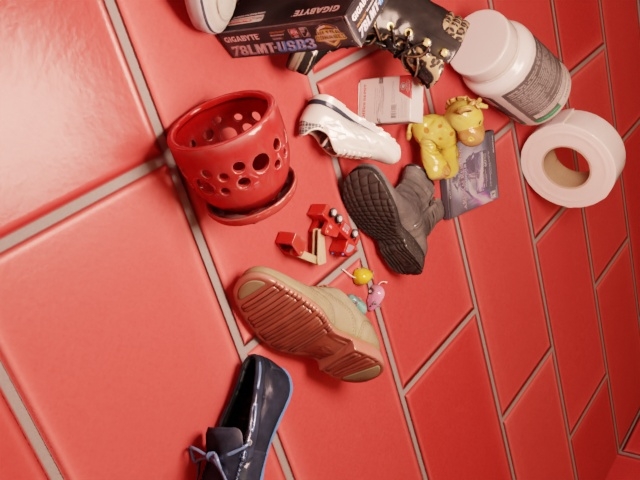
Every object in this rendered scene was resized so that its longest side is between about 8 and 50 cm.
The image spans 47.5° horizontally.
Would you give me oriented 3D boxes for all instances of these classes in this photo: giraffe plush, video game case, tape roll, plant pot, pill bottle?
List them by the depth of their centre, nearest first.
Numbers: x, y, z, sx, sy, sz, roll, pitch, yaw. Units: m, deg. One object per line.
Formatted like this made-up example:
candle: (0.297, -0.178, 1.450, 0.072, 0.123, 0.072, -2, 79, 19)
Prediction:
plant pot: (-0.138, -0.135, 1.227, 0.191, 0.191, 0.174, -52, 136, -33)
giraffe plush: (0.313, -0.263, 1.711, 0.210, 0.170, 0.181, 51, 34, -25)
pill bottle: (0.498, -0.451, 1.916, 0.361, 0.204, 0.204, 17, 80, -49)
video game case: (0.402, -0.182, 1.963, 0.274, 0.026, 0.196, -22, 109, -47)
tape roll: (0.744, -0.241, 2.155, 0.100, 0.286, 0.286, -45, 125, -36)

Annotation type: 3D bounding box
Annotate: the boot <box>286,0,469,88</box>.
boot: (0.122, -0.405, 1.446, 0.284, 0.138, 0.377, 34, 54, -4)

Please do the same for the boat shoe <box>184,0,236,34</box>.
boat shoe: (-0.119, -0.495, 1.146, 0.136, 0.156, 0.367, -57, 161, -56)

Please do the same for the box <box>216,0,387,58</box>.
box: (-0.001, -0.450, 1.273, 0.073, 0.295, 0.293, 53, 56, -40)

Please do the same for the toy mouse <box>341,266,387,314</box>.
toy mouse: (0.106, 0.132, 1.641, 0.161, 0.031, 0.143, -1, 94, -49)

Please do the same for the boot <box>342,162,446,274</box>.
boot: (0.173, -0.101, 1.662, 0.338, 0.118, 0.223, 59, 44, -41)

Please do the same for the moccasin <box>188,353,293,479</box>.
moccasin: (-0.165, 0.360, 1.296, 0.117, 0.137, 0.342, 49, 44, -34)

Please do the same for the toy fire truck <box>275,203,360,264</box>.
toy fire truck: (0.000, 0.000, 1.497, 0.192, 0.047, 0.135, 43, 62, -43)

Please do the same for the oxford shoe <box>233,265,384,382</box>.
oxford shoe: (-0.024, 0.146, 1.451, 0.397, 0.140, 0.147, 42, 32, -37)

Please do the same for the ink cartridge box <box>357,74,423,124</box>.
ink cartridge box: (0.153, -0.302, 1.582, 0.056, 0.135, 0.099, -3, 95, -52)

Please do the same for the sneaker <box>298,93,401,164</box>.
sneaker: (0.059, -0.204, 1.495, 0.235, 0.090, 0.095, 26, 70, -21)
